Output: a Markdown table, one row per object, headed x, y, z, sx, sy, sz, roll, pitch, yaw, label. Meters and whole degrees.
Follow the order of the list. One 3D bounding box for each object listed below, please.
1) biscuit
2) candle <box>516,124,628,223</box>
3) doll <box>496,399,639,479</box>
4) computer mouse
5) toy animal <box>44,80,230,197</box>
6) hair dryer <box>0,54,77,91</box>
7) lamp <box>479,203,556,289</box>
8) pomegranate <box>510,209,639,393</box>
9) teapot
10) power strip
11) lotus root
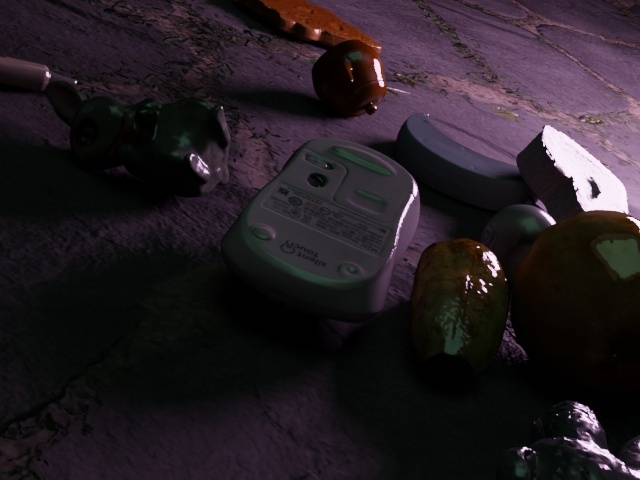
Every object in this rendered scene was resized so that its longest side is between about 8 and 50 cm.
| x | y | z | sx | sy | sz | roll | pitch | yaw | label |
| --- | --- | --- | --- | --- | --- | --- | --- | --- | --- |
| -0.024 | -0.382 | 2.305 | 0.280 | 0.043 | 0.183 | 27 | 27 | 1 | biscuit |
| 0.362 | -0.065 | 1.842 | 0.168 | 0.068 | 0.192 | 3 | 54 | -49 | candle |
| 0.233 | 0.253 | 1.084 | 0.245 | 0.158 | 0.340 | 63 | 21 | 12 | doll |
| 0.000 | 0.000 | 1.420 | 0.184 | 0.121 | 0.297 | 23 | 37 | 1 | computer mouse |
| -0.220 | -0.113 | 1.528 | 0.236 | 0.138 | 0.108 | 6 | 59 | 22 | toy animal |
| -0.402 | -0.198 | 1.607 | 0.220 | 0.053 | 0.195 | 19 | 24 | -22 | hair dryer |
| 0.244 | 0.009 | 1.614 | 0.105 | 0.105 | 0.105 | 18 | 24 | -8 | lamp |
| 0.307 | 0.069 | 1.444 | 0.207 | 0.207 | 0.207 | 18 | 24 | -8 | pomegranate |
| 0.052 | -0.231 | 1.983 | 0.116 | 0.116 | 0.173 | 29 | -2 | 17 | teapot |
| 0.215 | -0.101 | 1.888 | 0.253 | 0.054 | 0.167 | 30 | 27 | 19 | power strip |
| 0.152 | 0.068 | 1.428 | 0.110 | 0.097 | 0.258 | 22 | 27 | -4 | lotus root |
